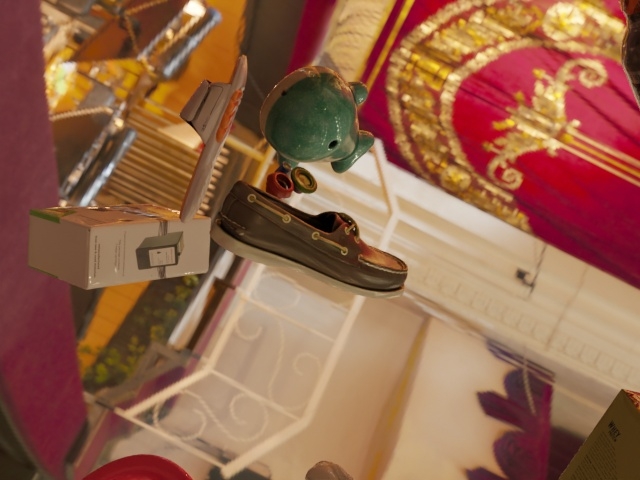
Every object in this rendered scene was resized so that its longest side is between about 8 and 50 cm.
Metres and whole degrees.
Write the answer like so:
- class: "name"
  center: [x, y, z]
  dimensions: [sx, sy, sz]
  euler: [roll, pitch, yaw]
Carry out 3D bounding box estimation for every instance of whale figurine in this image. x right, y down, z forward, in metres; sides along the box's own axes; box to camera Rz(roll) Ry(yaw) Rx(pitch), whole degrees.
- class: "whale figurine"
  center: [0.015, -0.193, 1.506]
  dimensions: [0.216, 0.141, 0.272]
  euler: [-42, 143, 9]

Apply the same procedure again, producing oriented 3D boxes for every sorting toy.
- class: "sorting toy"
  center: [-0.055, -0.089, 1.330]
  dimensions: [0.102, 0.061, 0.042]
  euler: [-10, 155, -48]

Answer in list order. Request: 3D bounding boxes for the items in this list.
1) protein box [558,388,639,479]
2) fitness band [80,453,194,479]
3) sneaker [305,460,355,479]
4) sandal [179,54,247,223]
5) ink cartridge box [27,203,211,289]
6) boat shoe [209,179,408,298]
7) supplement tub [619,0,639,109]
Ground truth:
- class: "protein box"
  center: [0.500, 0.370, 1.242]
  dimensions: [0.200, 0.136, 0.201]
  euler: [-111, -141, -57]
- class: "fitness band"
  center: [-0.257, 0.367, 0.933]
  dimensions: [0.291, 0.209, 0.054]
  euler: [-40, 132, -25]
- class: "sneaker"
  center: [0.012, 0.313, 0.763]
  dimensions: [0.090, 0.115, 0.232]
  euler: [78, -9, -47]
- class: "sandal"
  center: [-0.177, -0.159, 1.214]
  dimensions: [0.102, 0.076, 0.265]
  euler: [154, -44, -83]
- class: "ink cartridge box"
  center: [-0.369, 0.003, 1.539]
  dimensions: [0.273, 0.198, 0.114]
  euler: [-7, 105, -49]
- class: "boat shoe"
  center: [0.001, 0.002, 1.161]
  dimensions: [0.091, 0.305, 0.109]
  euler: [-66, -157, 14]
- class: "supplement tub"
  center: [0.431, -0.143, 0.840]
  dimensions: [0.194, 0.316, 0.193]
  euler: [-27, -168, 6]
